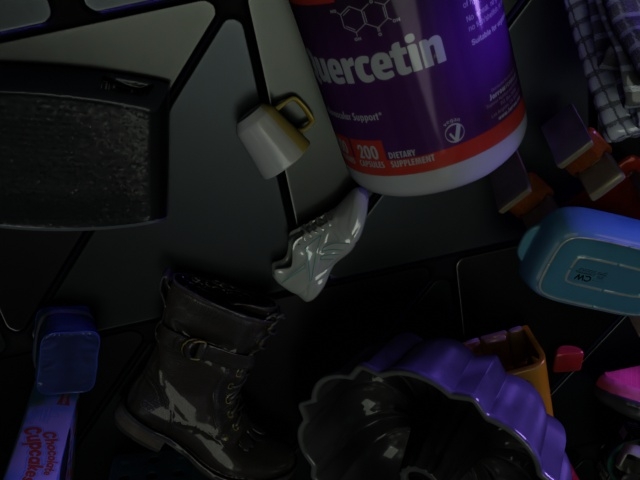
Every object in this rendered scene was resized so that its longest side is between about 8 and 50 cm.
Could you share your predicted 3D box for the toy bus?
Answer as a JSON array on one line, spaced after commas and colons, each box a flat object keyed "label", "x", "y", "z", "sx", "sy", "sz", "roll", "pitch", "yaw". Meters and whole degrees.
[{"label": "toy bus", "x": 0.242, "y": 0.211, "z": 0.981, "sx": 0.202, "sy": 0.104, "sz": 0.191, "roll": 24, "pitch": 112, "yaw": -18}]

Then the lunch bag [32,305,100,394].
[{"label": "lunch bag", "x": -0.292, "y": 0.125, "z": 0.888, "sx": 0.067, "sy": 0.065, "sz": 0.098, "roll": 3, "pitch": 117, "yaw": -27}]

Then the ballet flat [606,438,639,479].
[{"label": "ballet flat", "x": 0.427, "y": 0.273, "z": 0.951, "sx": 0.087, "sy": 0.083, "sz": 0.247, "roll": 16, "pitch": 156, "yaw": -3}]

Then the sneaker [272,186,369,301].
[{"label": "sneaker", "x": 0.000, "y": 0.000, "z": 0.868, "sx": 0.061, "sy": 0.054, "sz": 0.152, "roll": 28, "pitch": 111, "yaw": -17}]

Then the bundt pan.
[{"label": "bundt pan", "x": 0.143, "y": 0.243, "z": 0.912, "sx": 0.331, "sy": 0.124, "sz": 0.331, "roll": 19, "pitch": 130, "yaw": 25}]

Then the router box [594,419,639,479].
[{"label": "router box", "x": 0.465, "y": 0.308, "z": 1.099, "sx": 0.122, "sy": 0.038, "sz": 0.092, "roll": 12, "pitch": 115, "yaw": -13}]

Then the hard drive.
[{"label": "hard drive", "x": -0.283, "y": -0.087, "z": 0.782, "sx": 0.254, "sy": 0.054, "sz": 0.172, "roll": 2, "pitch": 117, "yaw": -9}]

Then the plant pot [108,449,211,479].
[{"label": "plant pot", "x": -0.203, "y": 0.395, "z": 0.992, "sx": 0.165, "sy": 0.166, "sz": 0.234, "roll": -3, "pitch": 110, "yaw": -6}]

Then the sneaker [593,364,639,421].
[{"label": "sneaker", "x": 0.503, "y": 0.157, "z": 1.005, "sx": 0.314, "sy": 0.116, "sz": 0.136, "roll": -3, "pitch": 98, "yaw": -5}]

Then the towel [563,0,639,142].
[{"label": "towel", "x": 0.372, "y": -0.237, "z": 0.701, "sx": 0.283, "sy": 0.121, "sz": 0.235, "roll": -11, "pitch": 81, "yaw": 0}]

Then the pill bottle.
[{"label": "pill bottle", "x": 0.067, "y": -0.212, "z": 0.692, "sx": 0.181, "sy": 0.181, "sz": 0.323, "roll": -20, "pitch": 118, "yaw": 3}]

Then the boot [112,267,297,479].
[{"label": "boot", "x": -0.103, "y": 0.166, "z": 0.919, "sx": 0.263, "sy": 0.091, "sz": 0.229, "roll": 25, "pitch": 112, "yaw": -17}]

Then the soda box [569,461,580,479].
[{"label": "soda box", "x": 0.326, "y": 0.384, "z": 1.058, "sx": 0.092, "sy": 0.083, "sz": 0.263, "roll": -26, "pitch": 134, "yaw": 7}]

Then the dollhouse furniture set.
[{"label": "dollhouse furniture set", "x": 0.354, "y": -0.060, "z": 0.864, "sx": 0.262, "sy": 0.135, "sz": 0.259, "roll": 37, "pitch": 118, "yaw": -23}]

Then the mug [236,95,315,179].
[{"label": "mug", "x": -0.051, "y": -0.111, "z": 0.808, "sx": 0.062, "sy": 0.078, "sz": 0.064, "roll": -23, "pitch": 114, "yaw": 42}]

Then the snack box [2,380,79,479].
[{"label": "snack box", "x": -0.338, "y": 0.351, "z": 0.929, "sx": 0.060, "sy": 0.187, "sz": 0.322, "roll": 7, "pitch": 117, "yaw": -11}]

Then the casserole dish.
[{"label": "casserole dish", "x": 0.302, "y": 0.029, "z": 0.823, "sx": 0.188, "sy": 0.037, "sz": 0.114, "roll": 13, "pitch": 125, "yaw": -7}]
